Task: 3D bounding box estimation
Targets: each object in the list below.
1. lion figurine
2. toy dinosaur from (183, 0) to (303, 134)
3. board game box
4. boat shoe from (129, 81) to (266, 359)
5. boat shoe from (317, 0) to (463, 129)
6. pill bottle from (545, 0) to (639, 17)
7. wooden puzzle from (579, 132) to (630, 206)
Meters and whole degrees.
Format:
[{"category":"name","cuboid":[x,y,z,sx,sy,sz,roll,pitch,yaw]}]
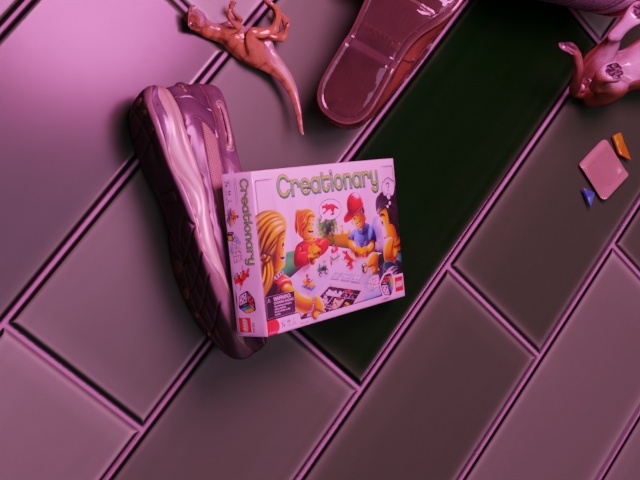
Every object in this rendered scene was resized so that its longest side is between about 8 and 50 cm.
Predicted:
[{"category":"lion figurine","cuboid":[0.507,-0.269,1.589,0.392,0.240,0.142,-6,77,-11]},{"category":"toy dinosaur","cuboid":[-0.078,-0.247,1.354,0.211,0.064,0.112,35,94,-14]},{"category":"board game box","cuboid":[0.000,0.000,1.325,0.305,0.053,0.193,-12,97,-53]},{"category":"boat shoe","cuboid":[-0.119,-0.029,1.290,0.130,0.132,0.355,-21,102,-25]},{"category":"boat shoe","cuboid":[0.100,-0.283,1.378,0.110,0.104,0.307,40,94,5]},{"category":"pill bottle","cuboid":[0.340,-0.417,1.452,0.318,0.176,0.176,0,91,-40]},{"category":"wooden puzzle","cuboid":[0.444,-0.111,1.639,0.116,0.014,0.079,-37,102,-22]}]
